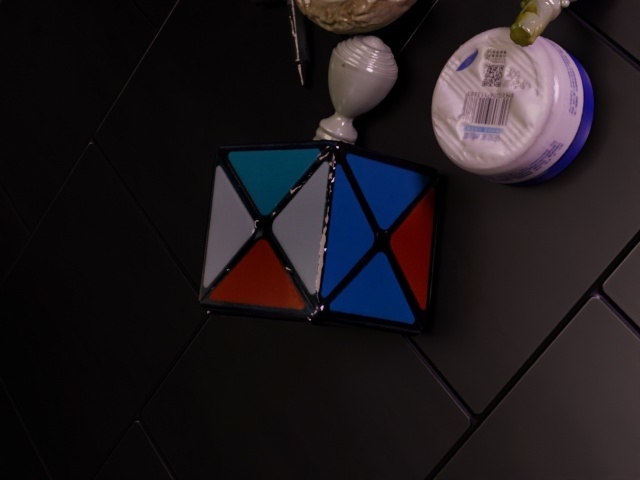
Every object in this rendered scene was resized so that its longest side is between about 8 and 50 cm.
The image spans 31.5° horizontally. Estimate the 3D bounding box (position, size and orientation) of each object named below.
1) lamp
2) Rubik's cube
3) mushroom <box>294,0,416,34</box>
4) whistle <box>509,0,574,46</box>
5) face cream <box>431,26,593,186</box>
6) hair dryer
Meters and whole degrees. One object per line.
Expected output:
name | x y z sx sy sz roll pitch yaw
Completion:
lamp | 0.047 -0.221 1.723 0.106 0.106 0.193 41 117 37
Rubik's cube | 0.000 0.000 1.623 0.250 0.248 0.246 1 82 42
mushroom | 0.037 -0.433 1.718 0.164 0.190 0.267 -34 85 44
whistle | 0.306 -0.319 1.488 0.104 0.057 0.198 6 49 39
face cream | 0.253 -0.181 1.530 0.206 0.111 0.205 -10 74 40
hair dryer | -0.052 -0.346 1.868 0.173 0.050 0.194 2 87 44
